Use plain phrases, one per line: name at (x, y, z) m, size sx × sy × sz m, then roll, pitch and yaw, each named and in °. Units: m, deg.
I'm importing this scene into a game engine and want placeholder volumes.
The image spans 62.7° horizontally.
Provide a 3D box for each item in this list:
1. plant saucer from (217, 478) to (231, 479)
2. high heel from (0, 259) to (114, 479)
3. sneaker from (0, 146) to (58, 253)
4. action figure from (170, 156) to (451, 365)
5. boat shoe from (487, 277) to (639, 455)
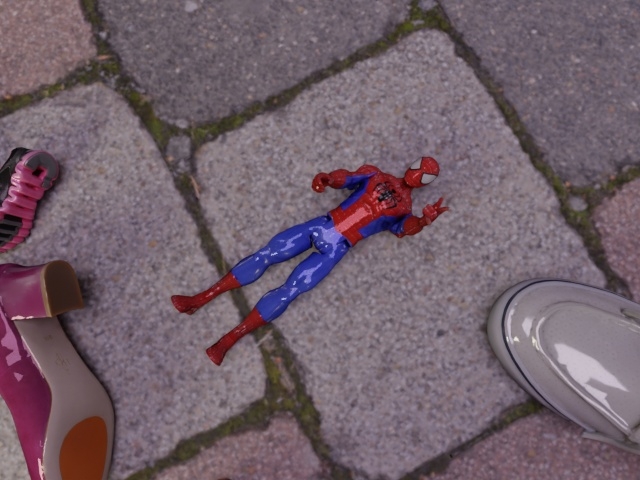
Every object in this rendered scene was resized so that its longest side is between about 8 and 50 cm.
plant saucer at (-0.008, 0.314, 0.364) m, size 0.258 × 0.259 × 0.047 m, roll 28°, pitch 100°, yaw 4°
high heel at (-0.268, 0.141, 0.481) m, size 0.117 × 0.082 × 0.244 m, roll -10°, pitch 92°, yaw 21°
sneaker at (-0.311, -0.041, 0.520) m, size 0.057 × 0.047 × 0.119 m, roll 25°, pitch 81°, yaw 26°
action figure at (0.000, 0.000, 0.465) m, size 0.280 × 0.139 × 0.091 m, roll -35°, pitch 84°, yaw -7°
boat shoe at (0.319, 0.148, 0.428) m, size 0.367 × 0.156 × 0.136 m, roll 35°, pitch 83°, yaw 4°
